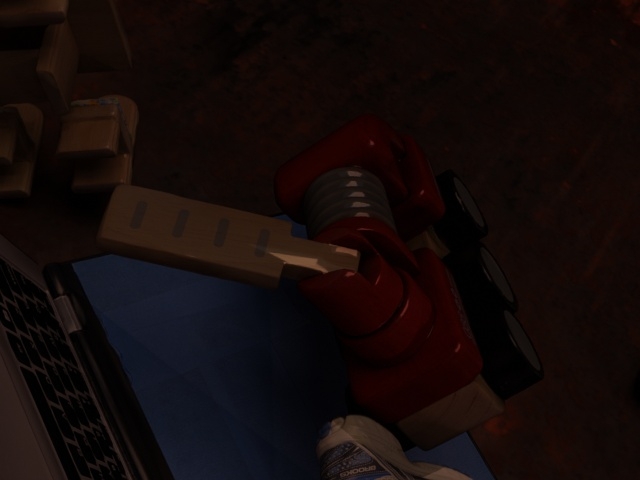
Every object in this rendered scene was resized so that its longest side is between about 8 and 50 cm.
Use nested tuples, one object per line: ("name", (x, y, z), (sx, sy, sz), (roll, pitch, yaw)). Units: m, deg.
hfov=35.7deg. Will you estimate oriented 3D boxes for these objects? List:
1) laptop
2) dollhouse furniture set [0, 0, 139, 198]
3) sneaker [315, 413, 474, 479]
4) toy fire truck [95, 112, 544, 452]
("laptop", (-0.030, 0.105, 0.596), (0.236, 0.408, 0.382), (-29, 69, -3))
("dollhouse furniture set", (-0.255, -0.155, 0.688), (0.242, 0.212, 0.161), (-3, 55, 4))
("sneaker", (0.049, 0.159, 0.586), (0.135, 0.052, 0.058), (32, 38, -21))
("toy fire truck", (0.000, 0.000, 0.636), (0.246, 0.158, 0.217), (46, 21, -36))
